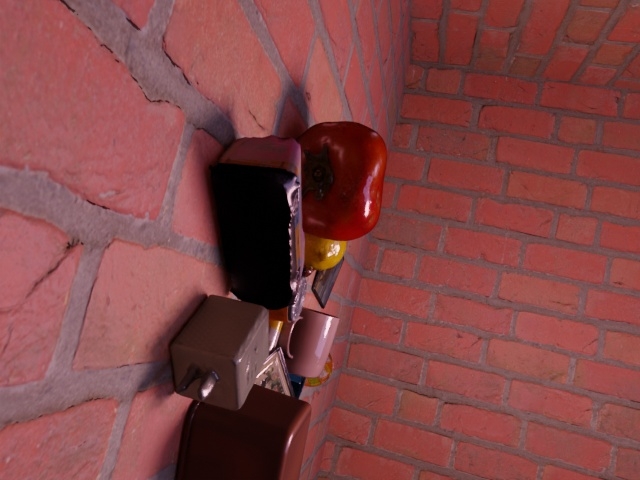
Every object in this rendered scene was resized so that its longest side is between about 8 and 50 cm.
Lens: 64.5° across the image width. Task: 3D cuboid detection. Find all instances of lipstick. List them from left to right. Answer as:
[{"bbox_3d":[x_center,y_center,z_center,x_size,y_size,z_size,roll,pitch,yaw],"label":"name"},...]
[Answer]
[{"bbox_3d":[-0.163,0.319,1.425,0.059,0.059,0.264,78,26,-63],"label":"lipstick"}]

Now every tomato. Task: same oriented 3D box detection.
[{"bbox_3d":[0.043,-0.162,1.403,0.290,0.293,0.325,2,91,-66],"label":"tomato"}]

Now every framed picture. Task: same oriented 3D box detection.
[{"bbox_3d":[-0.146,0.421,1.387,0.195,0.010,0.199,-36,118,-49],"label":"framed picture"},{"bbox_3d":[0.039,0.141,2.215,0.347,0.016,0.265,72,38,-67],"label":"framed picture"}]

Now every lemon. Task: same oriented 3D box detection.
[{"bbox_3d":[0.000,0.000,1.611,0.173,0.173,0.206,85,5,-54],"label":"lemon"}]

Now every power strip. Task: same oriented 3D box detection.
[{"bbox_3d":[-0.199,0.231,0.977,0.224,0.139,0.140,-61,160,-55],"label":"power strip"}]

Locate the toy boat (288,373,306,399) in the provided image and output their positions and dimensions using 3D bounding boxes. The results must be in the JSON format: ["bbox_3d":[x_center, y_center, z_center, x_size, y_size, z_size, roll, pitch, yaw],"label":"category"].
[{"bbox_3d":[-0.127,0.551,1.744,0.299,0.096,0.062,-61,168,-48],"label":"toy boat"}]

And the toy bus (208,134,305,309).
[{"bbox_3d":[-0.110,-0.031,1.078,0.162,0.171,0.386,-71,167,-46],"label":"toy bus"}]

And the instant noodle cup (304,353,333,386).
[{"bbox_3d":[-0.032,0.491,2.010,0.185,0.168,0.168,83,21,-77],"label":"instant noodle cup"}]

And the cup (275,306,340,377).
[{"bbox_3d":[-0.066,0.310,1.578,0.253,0.191,0.200,33,72,-69],"label":"cup"}]

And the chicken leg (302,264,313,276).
[{"bbox_3d":[-0.007,0.001,1.826,0.177,0.083,0.322,98,11,-61],"label":"chicken leg"}]

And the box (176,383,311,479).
[{"bbox_3d":[-0.174,0.519,1.160,0.239,0.229,0.339,-17,117,-76],"label":"box"}]

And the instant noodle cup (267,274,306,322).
[{"bbox_3d":[-0.110,0.141,1.337,0.177,0.125,0.208,44,58,-75],"label":"instant noodle cup"}]
